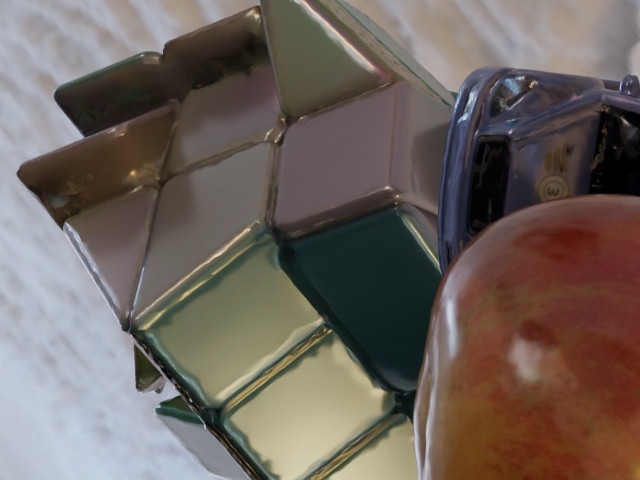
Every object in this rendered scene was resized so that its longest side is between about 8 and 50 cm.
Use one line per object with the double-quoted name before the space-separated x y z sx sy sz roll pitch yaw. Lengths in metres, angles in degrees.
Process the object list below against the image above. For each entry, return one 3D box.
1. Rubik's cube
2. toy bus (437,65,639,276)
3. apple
"Rubik's cube" 0.000 0.000 1.254 0.387 0.358 0.368 55 -153 -35
"toy bus" 0.213 -0.018 0.948 0.133 0.292 0.125 -161 76 -66
"apple" 0.120 0.083 0.739 0.164 0.209 0.209 6 153 3
